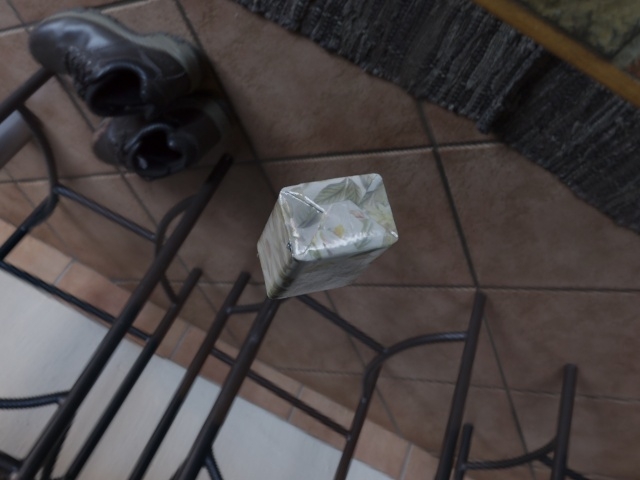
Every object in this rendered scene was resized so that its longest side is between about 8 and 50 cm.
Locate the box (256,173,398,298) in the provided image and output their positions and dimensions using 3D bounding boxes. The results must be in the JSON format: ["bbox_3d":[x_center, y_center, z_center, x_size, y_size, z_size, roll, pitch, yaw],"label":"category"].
[{"bbox_3d":[0.000,0.000,0.394,0.062,0.045,0.098,-10,164,-14],"label":"box"}]
